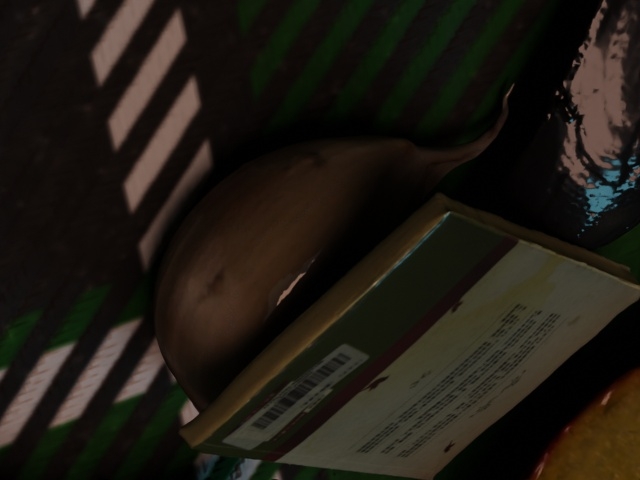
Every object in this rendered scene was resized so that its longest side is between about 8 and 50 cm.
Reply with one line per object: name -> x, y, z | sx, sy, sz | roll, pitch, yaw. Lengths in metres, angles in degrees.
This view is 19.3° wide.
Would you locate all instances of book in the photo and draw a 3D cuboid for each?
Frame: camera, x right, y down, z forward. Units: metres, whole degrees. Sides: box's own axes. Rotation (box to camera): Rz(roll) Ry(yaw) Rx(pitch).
book -> 0.065, 0.066, 1.091 | 0.201, 0.026, 0.289 | -44, 153, 15

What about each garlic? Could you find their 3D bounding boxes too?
garlic -> 0.003, -0.003, 1.068 | 0.128, 0.148, 0.266 | 45, 100, -2

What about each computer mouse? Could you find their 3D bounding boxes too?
computer mouse -> 0.172, -0.067, 1.120 | 0.122, 0.073, 0.217 | 14, 111, -35

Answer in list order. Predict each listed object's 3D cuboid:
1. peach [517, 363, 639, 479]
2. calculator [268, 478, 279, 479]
peach -> 0.243, 0.212, 1.196 | 0.281, 0.281, 0.338 | 2, 126, -27
calculator -> -0.147, 0.318, 1.107 | 0.386, 0.054, 0.256 | -34, 144, -28
